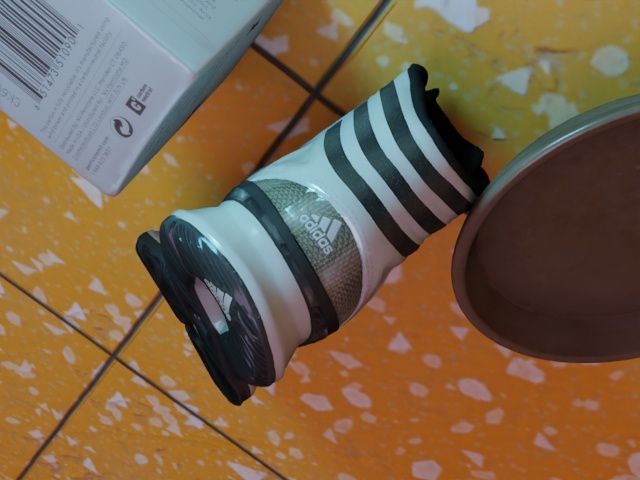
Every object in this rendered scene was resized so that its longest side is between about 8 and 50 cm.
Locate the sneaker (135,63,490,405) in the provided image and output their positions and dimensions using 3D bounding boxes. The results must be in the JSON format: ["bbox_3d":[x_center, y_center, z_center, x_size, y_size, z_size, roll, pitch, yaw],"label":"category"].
[{"bbox_3d":[0.001,0.001,0.779,0.169,0.257,0.447,59,165,-3],"label":"sneaker"}]

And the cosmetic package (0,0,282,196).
[{"bbox_3d":[-0.137,-0.165,0.693,0.151,0.184,0.151,40,134,-7],"label":"cosmetic package"}]

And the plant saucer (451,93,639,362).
[{"bbox_3d":[0.229,-0.006,0.674,0.277,0.041,0.278,-3,139,-3],"label":"plant saucer"}]
